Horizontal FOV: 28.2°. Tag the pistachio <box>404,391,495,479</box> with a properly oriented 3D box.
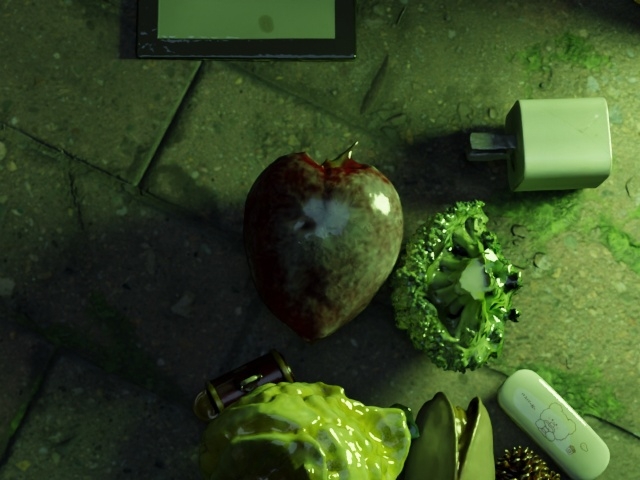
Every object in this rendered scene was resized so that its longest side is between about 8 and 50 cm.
[{"bbox_3d":[0.188,0.320,1.821,0.129,0.131,0.206,8,74,-9],"label":"pistachio"}]

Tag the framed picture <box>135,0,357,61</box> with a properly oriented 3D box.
[{"bbox_3d":[-0.115,-0.408,1.995,0.347,0.016,0.265,-1,80,-3],"label":"framed picture"}]

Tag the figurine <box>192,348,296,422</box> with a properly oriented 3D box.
[{"bbox_3d":[-0.110,0.221,1.841,0.154,0.098,0.082,-26,85,-9],"label":"figurine"}]

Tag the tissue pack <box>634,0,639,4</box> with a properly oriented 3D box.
[{"bbox_3d":[0.642,-0.477,1.856,0.293,0.382,0.228,-44,86,-9],"label":"tissue pack"}]

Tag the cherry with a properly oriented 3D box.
[{"bbox_3d":[0.000,0.000,1.833,0.230,0.203,0.300,8,88,-8],"label":"cherry"}]

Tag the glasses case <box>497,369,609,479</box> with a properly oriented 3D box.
[{"bbox_3d":[0.343,0.273,1.875,0.074,0.049,0.193,-43,85,-9],"label":"glasses case"}]

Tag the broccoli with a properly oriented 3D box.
[{"bbox_3d":[0.201,0.061,1.846,0.198,0.176,0.226,26,103,-14],"label":"broccoli"}]

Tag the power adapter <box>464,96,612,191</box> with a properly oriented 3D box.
[{"bbox_3d":[0.319,-0.142,1.908,0.204,0.130,0.125,-2,80,-4],"label":"power adapter"}]

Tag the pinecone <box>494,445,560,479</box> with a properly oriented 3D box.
[{"bbox_3d":[0.300,0.351,1.840,0.102,0.102,0.109,-11,70,-4],"label":"pinecone"}]

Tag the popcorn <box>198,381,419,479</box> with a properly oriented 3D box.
[{"bbox_3d":[-0.038,0.331,1.734,0.292,0.237,0.293,1,99,9],"label":"popcorn"}]
